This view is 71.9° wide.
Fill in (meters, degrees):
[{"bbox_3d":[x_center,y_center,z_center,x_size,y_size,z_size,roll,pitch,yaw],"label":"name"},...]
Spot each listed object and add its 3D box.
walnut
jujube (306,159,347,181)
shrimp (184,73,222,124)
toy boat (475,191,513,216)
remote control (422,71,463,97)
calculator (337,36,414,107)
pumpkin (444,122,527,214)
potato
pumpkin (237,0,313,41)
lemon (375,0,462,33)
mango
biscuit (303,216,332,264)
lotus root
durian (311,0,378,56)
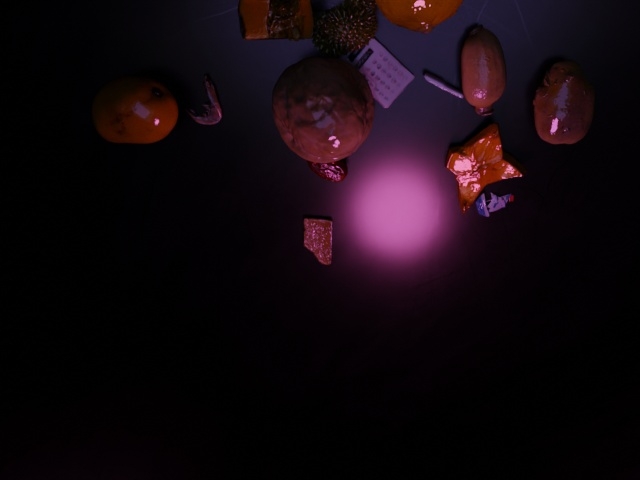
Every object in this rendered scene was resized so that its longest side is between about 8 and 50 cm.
[{"bbox_3d":[0.011,-0.457,1.546,0.382,0.381,0.380,4,120,7],"label":"walnut"},{"bbox_3d":[0.029,-0.305,1.776,0.176,0.109,0.112,35,153,-14],"label":"jujube"},{"bbox_3d":[-0.478,-0.556,1.759,0.148,0.035,0.195,-2,121,13],"label":"shrimp"},{"bbox_3d":[0.708,-0.147,1.809,0.150,0.034,0.105,0,118,-5],"label":"toy boat"},{"bbox_3d":[0.442,-0.560,1.587,0.162,0.061,0.029,24,119,-6],"label":"remote control"},{"bbox_3d":[0.199,-0.627,1.611,0.262,0.021,0.161,37,118,-13],"label":"calculator"},{"bbox_3d":[0.610,-0.277,1.704,0.290,0.095,0.258,-33,112,26],"label":"pumpkin"},{"bbox_3d":[0.843,-0.470,1.529,0.192,0.141,0.296,-13,115,13],"label":"potato"},{"bbox_3d":[-0.161,-0.735,1.461,0.190,0.280,0.139,-10,115,-26],"label":"pumpkin"},{"bbox_3d":[0.297,-0.817,1.325,0.337,0.336,0.335,4,120,7],"label":"lemon"},{"bbox_3d":[-0.738,-0.501,1.727,0.379,0.221,0.263,-11,121,25],"label":"mango"},{"bbox_3d":[-0.011,0.003,2.009,0.131,0.026,0.236,5,121,8],"label":"biscuit"},{"bbox_3d":[0.560,-0.576,1.516,0.147,0.130,0.303,-9,118,15],"label":"lotus root"},{"bbox_3d":[0.074,-0.711,1.468,0.237,0.200,0.176,-3,95,18],"label":"durian"}]
